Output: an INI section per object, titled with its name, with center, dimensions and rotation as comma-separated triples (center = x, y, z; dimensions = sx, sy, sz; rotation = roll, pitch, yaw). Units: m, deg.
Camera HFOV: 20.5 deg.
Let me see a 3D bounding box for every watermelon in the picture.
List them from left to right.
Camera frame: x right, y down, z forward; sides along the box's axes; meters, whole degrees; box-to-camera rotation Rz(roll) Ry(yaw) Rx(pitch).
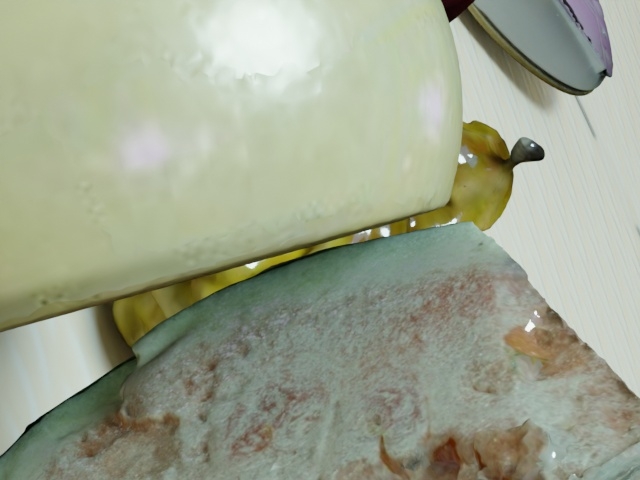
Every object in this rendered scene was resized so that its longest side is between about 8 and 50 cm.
[watermelon]
center = -0.029, 0.143, 0.533
dimensions = 0.224, 0.305, 0.180
rotation = 53, -7, 7

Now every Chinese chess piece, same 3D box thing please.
[Chinese chess piece]
center = -0.079, -0.026, 0.547
dimensions = 0.251, 0.251, 0.097
rotation = -12, 87, -65

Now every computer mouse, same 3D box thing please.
[computer mouse]
center = 0.135, -0.238, 1.386
dimensions = 0.310, 0.072, 0.158
rotation = 46, 30, -39

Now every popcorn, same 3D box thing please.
[popcorn]
center = -0.004, 0.012, 0.810
dimensions = 0.140, 0.163, 0.194
rotation = 38, 52, 17

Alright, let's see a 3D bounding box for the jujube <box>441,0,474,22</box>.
[jujube]
center = -0.081, -0.222, 0.661
dimensions = 0.377, 0.258, 0.258
rotation = 24, 42, -20
